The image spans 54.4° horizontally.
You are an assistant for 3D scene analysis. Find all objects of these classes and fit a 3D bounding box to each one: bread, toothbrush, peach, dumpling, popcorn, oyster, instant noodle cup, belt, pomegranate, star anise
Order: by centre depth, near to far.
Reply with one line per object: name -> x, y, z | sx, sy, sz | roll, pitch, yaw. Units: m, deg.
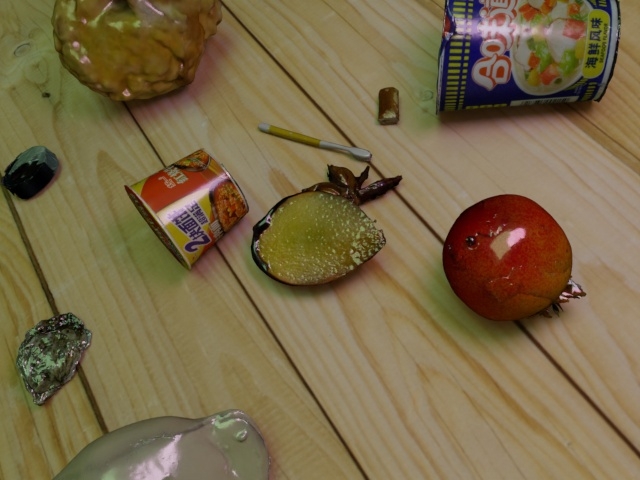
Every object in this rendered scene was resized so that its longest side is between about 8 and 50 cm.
dumpling -> -0.254, 0.442, 0.992 | 0.394, 0.233, 0.316 | -25, 90, -14
pomegranate -> 0.315, 0.034, 1.022 | 0.235, 0.210, 0.210 | 26, 68, -8
peach -> 0.000, 0.001, 1.186 | 0.279, 0.068, 0.189 | 6, 81, 25
instant noodle cup -> 0.387, -0.372, 1.198 | 0.312, 0.284, 0.284 | 5, 63, 9
oyster -> -0.536, 0.228, 1.240 | 0.124, 0.064, 0.177 | 31, 63, 12
instant noodle cup -> -0.259, -0.072, 1.249 | 0.174, 0.213, 0.213 | -39, 59, -16
star anise -> 0.041, -0.098, 1.252 | 0.212, 0.053, 0.157 | -45, 64, -6
bread -> 0.147, -0.288, 1.338 | 0.046, 0.036, 0.083 | -7, 62, 21
toothbrush -> -0.017, -0.215, 1.355 | 0.288, 0.024, 0.021 | 20, 67, 26
popcorn -> -0.433, -0.528, 1.462 | 0.390, 0.344, 0.354 | -48, 44, 24
belt -> -0.695, -0.164, 1.497 | 0.140, 0.058, 0.105 | -43, 54, -5
